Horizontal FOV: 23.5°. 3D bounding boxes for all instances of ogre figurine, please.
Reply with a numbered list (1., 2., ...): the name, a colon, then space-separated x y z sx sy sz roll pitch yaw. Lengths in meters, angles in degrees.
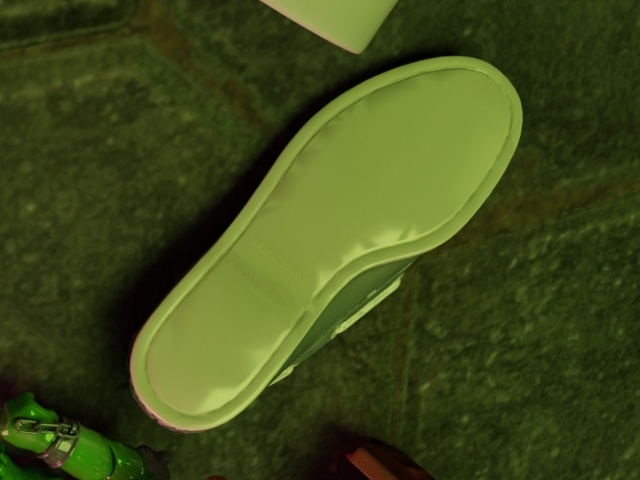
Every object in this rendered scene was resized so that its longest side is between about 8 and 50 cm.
1. ogre figurine: -0.163 0.186 0.989 0.118 0.097 0.197 6 100 -20

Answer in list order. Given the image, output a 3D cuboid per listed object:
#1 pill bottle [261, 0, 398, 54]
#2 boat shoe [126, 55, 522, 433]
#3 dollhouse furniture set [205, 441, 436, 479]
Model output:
1. pill bottle: 0.054 -0.306 0.727 0.229 0.229 0.408 24 102 -43
2. boat shoe: 0.000 0.000 1.005 0.319 0.116 0.099 -44 178 -14
3. dollhouse furniture set: -0.006 0.255 1.013 0.201 0.152 0.374 -54 159 6
